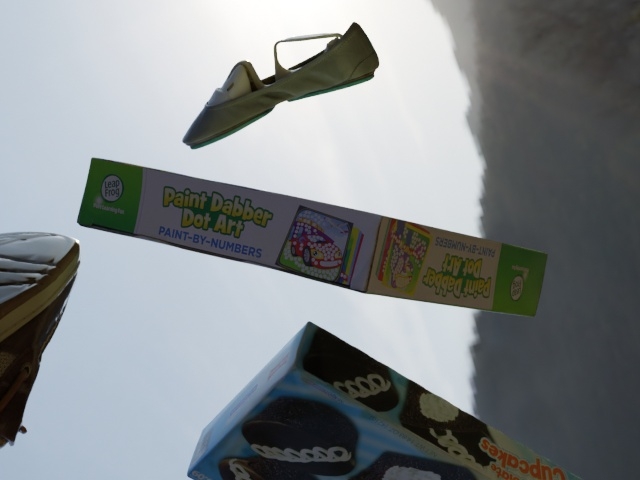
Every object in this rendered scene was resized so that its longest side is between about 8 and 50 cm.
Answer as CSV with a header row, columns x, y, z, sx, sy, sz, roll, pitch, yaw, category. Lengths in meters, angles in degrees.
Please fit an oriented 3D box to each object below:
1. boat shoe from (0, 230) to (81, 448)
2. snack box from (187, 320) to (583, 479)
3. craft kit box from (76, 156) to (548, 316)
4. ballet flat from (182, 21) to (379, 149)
x,y,z,sx,sy,sz,roll,pitch,yaw,category
-0.272,0.105,1.042,0.342,0.123,0.123,-63,-26,-59,boat shoe
0.070,0.212,1.216,0.322,0.187,0.060,31,-138,-13,snack box
0.000,0.000,1.027,0.250,0.247,0.061,11,-86,-57,craft kit box
-0.048,-0.157,1.399,0.072,0.213,0.068,-72,-40,-70,ballet flat
